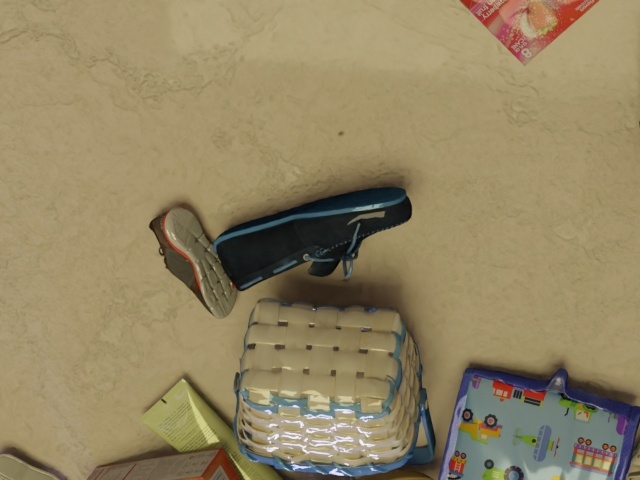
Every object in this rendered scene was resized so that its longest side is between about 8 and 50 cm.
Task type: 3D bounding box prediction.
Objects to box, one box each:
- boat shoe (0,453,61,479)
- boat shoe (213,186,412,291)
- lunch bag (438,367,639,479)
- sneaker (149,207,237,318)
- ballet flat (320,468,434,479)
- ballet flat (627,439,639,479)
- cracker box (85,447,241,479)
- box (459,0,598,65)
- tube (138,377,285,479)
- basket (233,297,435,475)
[{"bbox_3d":[-0.397,0.334,2.012,0.125,0.038,0.046,30,76,-11],"label":"boat shoe"},{"bbox_3d":[0.000,0.000,1.748,0.258,0.109,0.089,-13,100,33],"label":"boat shoe"},{"bbox_3d":[0.264,0.298,1.823,0.221,0.138,0.293,14,109,15],"label":"lunch bag"},{"bbox_3d":[-0.160,0.028,1.819,0.065,0.061,0.158,-8,116,44],"label":"sneaker"},{"bbox_3d":[0.030,0.329,1.876,0.232,0.073,0.080,-21,139,2],"label":"ballet flat"},{"bbox_3d":[0.411,0.288,1.834,0.052,0.057,0.168,5,117,21],"label":"ballet flat"},{"bbox_3d":[-0.196,0.367,1.943,0.232,0.067,0.155,-14,114,35],"label":"cracker box"},{"bbox_3d":[0.264,-0.323,1.520,0.128,0.122,0.257,43,116,-11],"label":"box"},{"bbox_3d":[-0.123,0.287,1.933,0.240,0.062,0.070,43,72,-8],"label":"tube"},{"bbox_3d":[0.017,0.195,1.794,0.255,0.201,0.289,5,144,6],"label":"basket"}]
